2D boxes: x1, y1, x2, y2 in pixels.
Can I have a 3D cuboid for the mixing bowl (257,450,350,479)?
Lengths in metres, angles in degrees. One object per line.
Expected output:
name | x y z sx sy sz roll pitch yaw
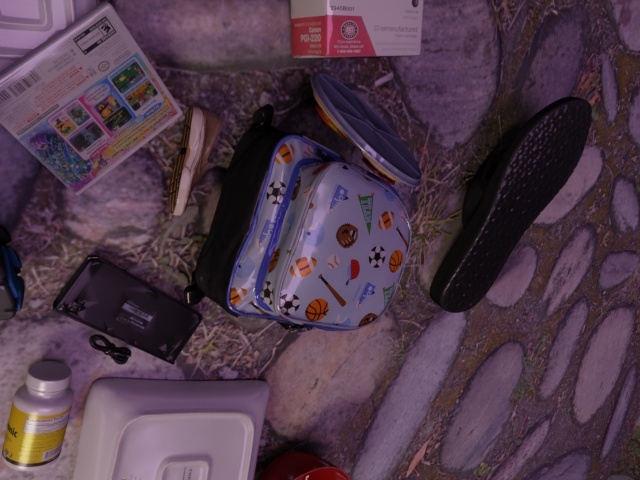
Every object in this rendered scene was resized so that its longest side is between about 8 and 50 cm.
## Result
mixing bowl | -0.047 0.440 0.851 0.181 0.098 0.181 -12 113 -30

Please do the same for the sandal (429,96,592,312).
sandal | 0.324 -0.071 0.910 0.167 0.107 0.446 16 111 -38

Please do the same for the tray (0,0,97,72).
tray | -0.290 -0.285 0.455 0.145 0.030 0.270 -9 112 -30

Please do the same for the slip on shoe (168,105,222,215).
slip on shoe | -0.155 -0.095 0.606 0.041 0.051 0.135 10 94 -33

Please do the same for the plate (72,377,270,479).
plate | -0.203 0.341 0.696 0.278 0.045 0.277 13 84 -34

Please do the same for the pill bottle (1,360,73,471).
pill bottle | -0.338 0.209 0.592 0.065 0.065 0.116 11 101 -36

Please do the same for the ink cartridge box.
ink cartridge box | 0.048 -0.346 0.615 0.158 0.092 0.218 -13 113 -29

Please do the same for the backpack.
backpack | 0.000 0.000 0.655 0.263 0.213 0.276 17 96 -45

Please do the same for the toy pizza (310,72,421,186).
toy pizza | 0.057 -0.141 0.649 0.201 0.201 0.032 27 121 -37

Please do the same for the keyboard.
keyboard | -0.251 0.105 0.637 0.180 0.023 0.108 40 78 -36

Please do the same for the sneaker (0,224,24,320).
sneaker | -0.384 -0.060 0.422 0.139 0.125 0.341 -17 114 -22

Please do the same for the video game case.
video game case | -0.246 -0.145 0.522 0.157 0.019 0.143 -43 142 -13
